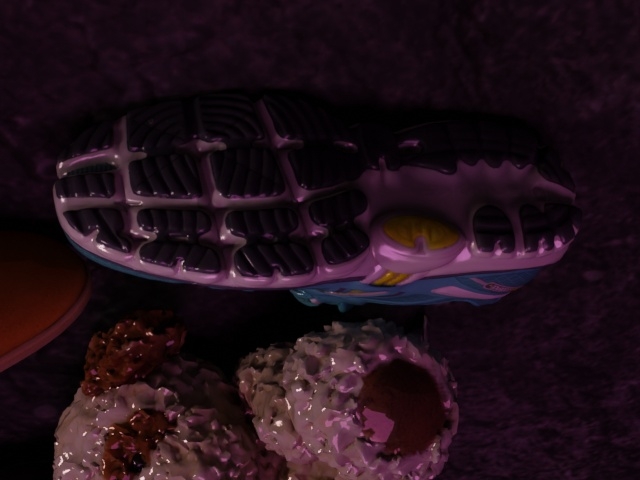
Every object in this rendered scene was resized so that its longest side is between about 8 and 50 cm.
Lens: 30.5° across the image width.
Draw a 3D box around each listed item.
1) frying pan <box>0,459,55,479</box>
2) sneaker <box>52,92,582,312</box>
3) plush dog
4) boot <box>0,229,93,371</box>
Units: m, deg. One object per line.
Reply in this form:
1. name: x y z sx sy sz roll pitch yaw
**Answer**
1. frying pan: -0.242 0.189 0.794 0.326 0.053 0.197 29 125 -36
2. sneaker: 0.000 0.000 0.603 0.275 0.107 0.110 5 147 -20
3. plush dog: -0.051 0.136 0.719 0.225 0.210 0.262 8 110 -3
4. boot: -0.245 -0.023 0.511 0.295 0.104 0.211 -16 123 -28
